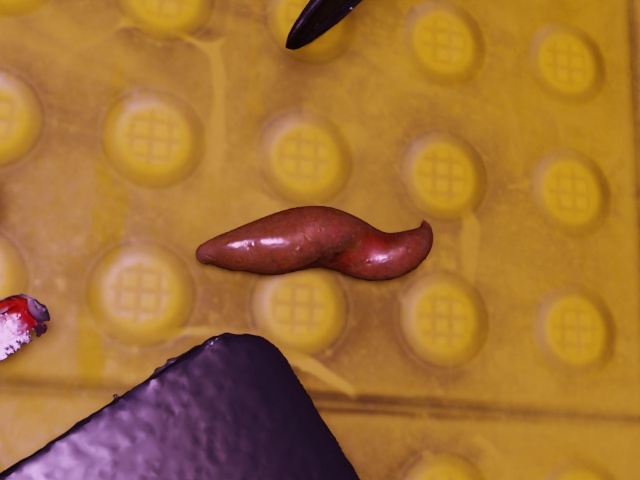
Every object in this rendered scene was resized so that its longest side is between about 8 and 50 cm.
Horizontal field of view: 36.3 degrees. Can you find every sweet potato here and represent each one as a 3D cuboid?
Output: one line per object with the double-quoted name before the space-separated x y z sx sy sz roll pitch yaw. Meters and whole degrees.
"sweet potato" 0.000 0.002 0.788 0.202 0.058 0.055 2 56 -17

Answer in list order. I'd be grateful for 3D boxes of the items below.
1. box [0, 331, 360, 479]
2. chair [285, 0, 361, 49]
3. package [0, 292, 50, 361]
"box" -0.100 0.281 0.672 0.359 0.091 0.350 -32 89 -22
"chair" -0.076 -0.370 0.763 0.226 0.226 0.401 -43 92 -22
"package" -0.333 0.055 0.663 0.269 0.071 0.194 -21 70 -17
